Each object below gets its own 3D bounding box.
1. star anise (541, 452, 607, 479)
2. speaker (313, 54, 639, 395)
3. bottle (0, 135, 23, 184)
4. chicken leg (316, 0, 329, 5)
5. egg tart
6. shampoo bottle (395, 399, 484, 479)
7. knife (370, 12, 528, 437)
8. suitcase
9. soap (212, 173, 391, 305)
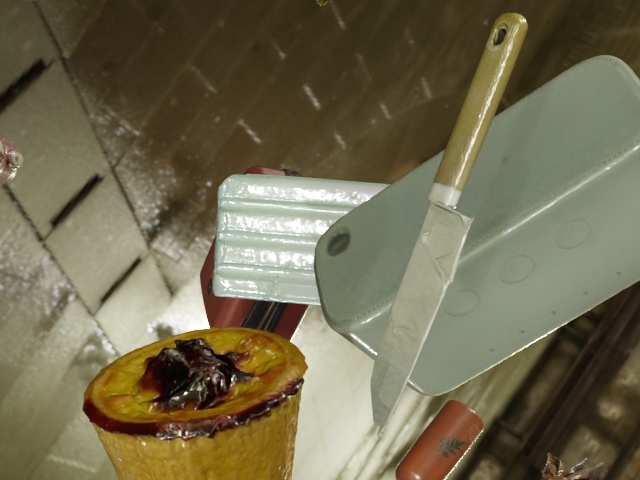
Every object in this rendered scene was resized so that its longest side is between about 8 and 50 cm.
[{"bbox_3d":[0.288,0.296,1.174,0.124,0.056,0.129,-36,-154,12],"label":"star anise"},{"bbox_3d":[0.207,-0.003,1.094,0.406,0.183,0.184,-33,126,16],"label":"speaker"},{"bbox_3d":[-0.604,-0.150,1.662,0.120,0.120,0.253,-59,162,6],"label":"bottle"},{"bbox_3d":[0.007,-0.598,1.701,0.429,0.201,0.153,98,-9,-51],"label":"chicken leg"},{"bbox_3d":[-0.109,0.179,0.950,0.215,0.215,0.171,-34,122,-49],"label":"egg tart"},{"bbox_3d":[0.187,0.390,1.718,0.244,0.085,0.085,-49,159,-23],"label":"shampoo bottle"},{"bbox_3d":[0.084,-0.011,0.658,0.017,0.047,0.298,22,90,-46],"label":"knife"},{"bbox_3d":[-0.098,0.036,1.786,0.161,0.236,0.297,14,121,-25],"label":"suitcase"},{"bbox_3d":[0.000,0.000,1.378,0.095,0.289,0.173,-33,127,-79],"label":"soap"}]
